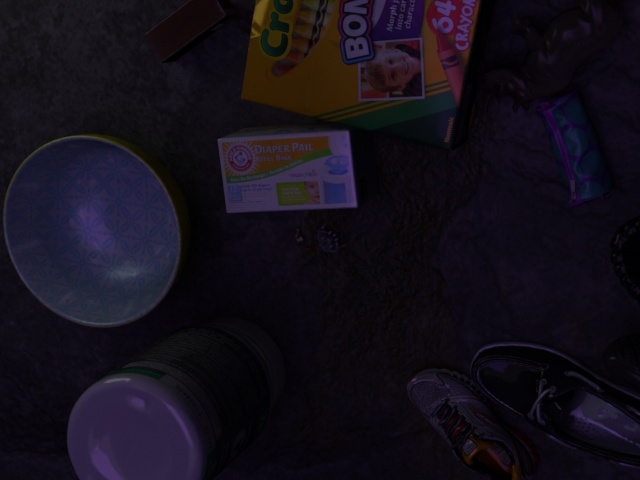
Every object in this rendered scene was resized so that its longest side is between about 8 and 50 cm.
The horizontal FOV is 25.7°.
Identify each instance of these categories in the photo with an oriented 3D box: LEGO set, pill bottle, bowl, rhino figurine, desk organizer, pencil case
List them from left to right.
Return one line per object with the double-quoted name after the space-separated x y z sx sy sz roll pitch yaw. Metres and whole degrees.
-0.308 -0.029 2.092 0.289 0.156 0.289 5 105 19 "bowl"
-0.190 0.236 2.003 0.204 0.361 0.204 5 105 19 "pill bottle"
-0.187 -0.314 2.039 0.130 0.047 0.050 -32 89 24 "desk organizer"
-0.001 0.002 2.061 0.083 0.023 0.054 -12 99 22 "LEGO set"
0.300 -0.253 1.864 0.106 0.073 0.243 47 115 7 "rhino figurine"
0.341 -0.122 1.882 0.064 0.070 0.152 -16 96 47 "pencil case"

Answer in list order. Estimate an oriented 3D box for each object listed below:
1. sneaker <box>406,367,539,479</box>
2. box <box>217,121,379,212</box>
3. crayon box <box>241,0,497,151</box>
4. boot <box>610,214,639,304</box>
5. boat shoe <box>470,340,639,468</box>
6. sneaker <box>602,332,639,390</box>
0.216 0.269 2.011 0.225 0.093 0.088 39 113 8 "sneaker"
-0.032 -0.106 2.002 0.203 0.103 0.114 -3 102 20 "box"
0.077 -0.335 1.904 0.313 0.106 0.363 15 107 16 "crayon box"
0.534 0.057 1.752 0.348 0.260 0.131 26 110 13 "boot"
0.346 0.227 1.954 0.302 0.091 0.114 17 108 15 "boat shoe"
0.493 0.224 1.866 0.286 0.109 0.130 26 120 -7 "sneaker"
